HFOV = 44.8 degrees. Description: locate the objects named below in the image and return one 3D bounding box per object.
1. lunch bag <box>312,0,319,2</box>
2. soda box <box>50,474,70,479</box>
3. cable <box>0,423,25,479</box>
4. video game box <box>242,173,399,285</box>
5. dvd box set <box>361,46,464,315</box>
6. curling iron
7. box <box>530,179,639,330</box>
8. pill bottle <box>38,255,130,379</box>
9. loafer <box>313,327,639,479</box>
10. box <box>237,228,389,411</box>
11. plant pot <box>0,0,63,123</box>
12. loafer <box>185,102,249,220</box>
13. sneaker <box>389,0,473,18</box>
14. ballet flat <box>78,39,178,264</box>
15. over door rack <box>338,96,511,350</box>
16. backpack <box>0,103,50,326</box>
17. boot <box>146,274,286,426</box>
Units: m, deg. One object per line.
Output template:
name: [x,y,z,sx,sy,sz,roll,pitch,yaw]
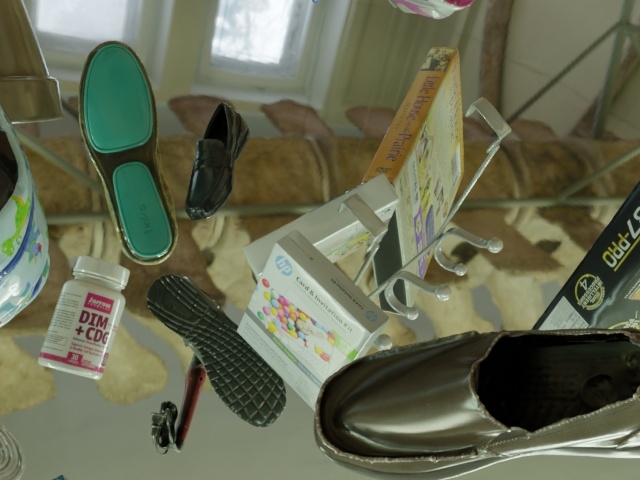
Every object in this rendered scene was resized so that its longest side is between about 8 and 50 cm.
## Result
lunch bag: [0.038,-0.278,0.603,0.151,0.129,0.096,-19,-165,32]
soda box: [-0.413,0.499,1.267,0.067,0.071,0.210,-24,-118,-13]
cable: [-0.628,0.360,1.305,0.257,0.089,0.257,39,-176,17]
video game box: [0.000,0.000,1.043,0.205,0.187,0.048,-28,-104,-8]
dvd box set: [0.184,-0.117,1.430,0.062,0.308,0.420,9,-134,21]
curling iron: [-0.184,0.191,1.134,0.035,0.068,0.274,-2,-141,17]
box: [0.533,0.031,1.140,0.318,0.395,0.097,4,-143,-33]
pill bottle: [-0.584,0.192,1.940,0.160,0.283,0.160,13,166,3]
loafer: [0.144,0.129,0.700,0.365,0.130,0.134,-15,-126,25]
box: [-0.015,0.097,0.889,0.145,0.186,0.038,44,-132,14]
plant pot: [-0.556,-0.309,1.136,0.322,0.281,0.323,-1,-168,0]
loafer: [-0.175,-0.128,1.245,0.076,0.078,0.223,-8,-132,27]
sneaker: [0.132,-0.443,1.295,0.252,0.103,0.111,33,164,-2]
ballet flat: [-0.304,-0.131,1.224,0.123,0.349,0.123,-13,-178,0]
over door rack: [0.129,0.015,0.978,0.239,0.324,0.108,-38,-116,-25]
backpack: [-0.417,-0.056,0.752,0.355,0.274,0.290,31,-127,32]
boot: [-0.130,0.137,1.065,0.246,0.083,0.161,49,179,4]
